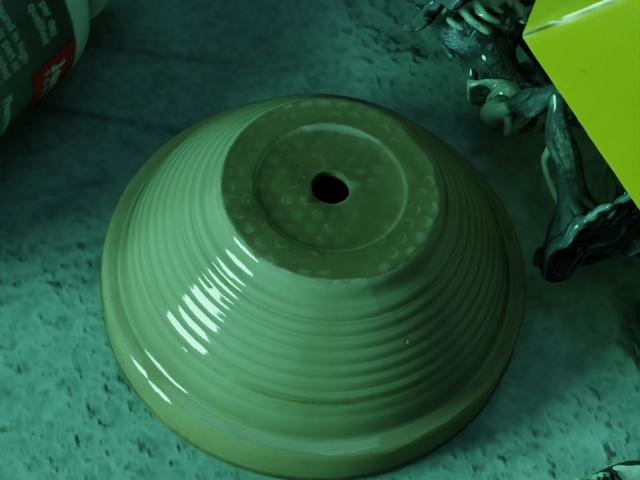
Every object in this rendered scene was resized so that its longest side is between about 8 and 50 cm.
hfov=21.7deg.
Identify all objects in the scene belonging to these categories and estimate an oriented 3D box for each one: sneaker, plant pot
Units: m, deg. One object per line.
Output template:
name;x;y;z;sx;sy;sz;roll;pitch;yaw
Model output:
sneaker;0.143;0.137;0.868;0.083;0.037;0.032;-27;63;-23
plant pot;0.000;0.000;0.896;0.237;0.110;0.237;3;56;-5

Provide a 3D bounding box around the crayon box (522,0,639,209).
crayon box;0.212;-0.093;0.865;0.318;0.081;0.202;52;40;-24

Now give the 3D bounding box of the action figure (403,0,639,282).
action figure;0.135;-0.117;0.959;0.164;0.141;0.275;10;51;-48

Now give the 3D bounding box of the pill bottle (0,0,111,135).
pill bottle;-0.230;-0.116;0.913;0.161;0.161;0.283;33;60;14
